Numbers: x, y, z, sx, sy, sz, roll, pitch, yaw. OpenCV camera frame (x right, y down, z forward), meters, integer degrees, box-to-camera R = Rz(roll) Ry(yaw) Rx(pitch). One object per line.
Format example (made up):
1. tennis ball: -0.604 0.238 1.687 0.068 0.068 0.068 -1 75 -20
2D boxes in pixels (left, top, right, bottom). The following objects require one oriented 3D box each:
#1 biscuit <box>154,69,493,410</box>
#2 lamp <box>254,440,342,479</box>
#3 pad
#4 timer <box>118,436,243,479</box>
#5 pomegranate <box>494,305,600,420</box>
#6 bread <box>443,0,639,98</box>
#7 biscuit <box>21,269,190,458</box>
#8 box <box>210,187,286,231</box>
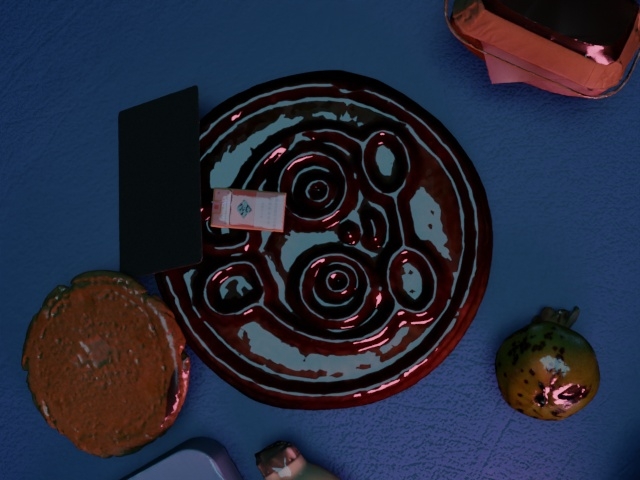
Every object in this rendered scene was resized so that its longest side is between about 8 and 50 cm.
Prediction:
1. biscuit: 0.000 0.000 1.494 0.408 0.091 0.407 0 89 3
2. lamp: 0.011 0.340 1.480 0.101 0.101 0.250 -35 90 1
3. pad: -0.189 -0.066 1.484 0.143 0.003 0.211 -12 74 39
4. timer: -0.181 0.383 1.493 0.250 0.091 0.231 -32 88 5
5. pomegranate: 0.266 0.136 1.479 0.122 0.122 0.161 19 52 3
6. bread: 0.246 -0.238 1.430 0.224 0.212 0.142 25 85 -1
7. biscuit: -0.253 0.145 1.500 0.226 0.042 0.225 3 98 18
8. box: -0.082 -0.035 1.454 0.083 0.012 0.046 5 90 5
